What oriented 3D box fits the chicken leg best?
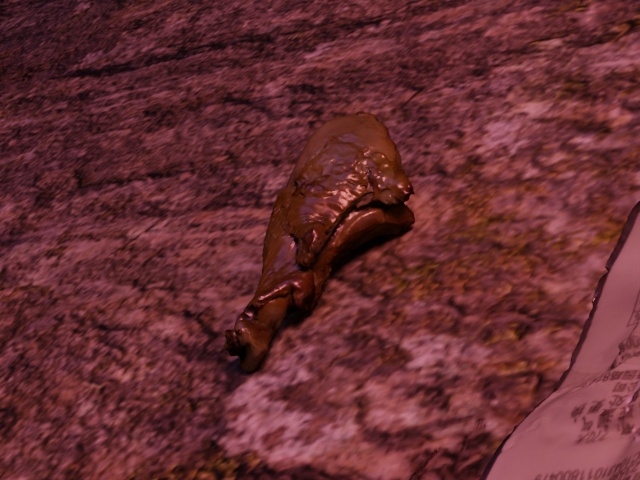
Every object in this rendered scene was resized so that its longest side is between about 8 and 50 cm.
[{"bbox_3d":[0.000,0.000,0.989,0.093,0.070,0.178,-1,44,44],"label":"chicken leg"}]

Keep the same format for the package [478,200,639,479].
[{"bbox_3d":[0.136,0.044,0.609,0.166,0.040,0.232,-18,30,47],"label":"package"}]
